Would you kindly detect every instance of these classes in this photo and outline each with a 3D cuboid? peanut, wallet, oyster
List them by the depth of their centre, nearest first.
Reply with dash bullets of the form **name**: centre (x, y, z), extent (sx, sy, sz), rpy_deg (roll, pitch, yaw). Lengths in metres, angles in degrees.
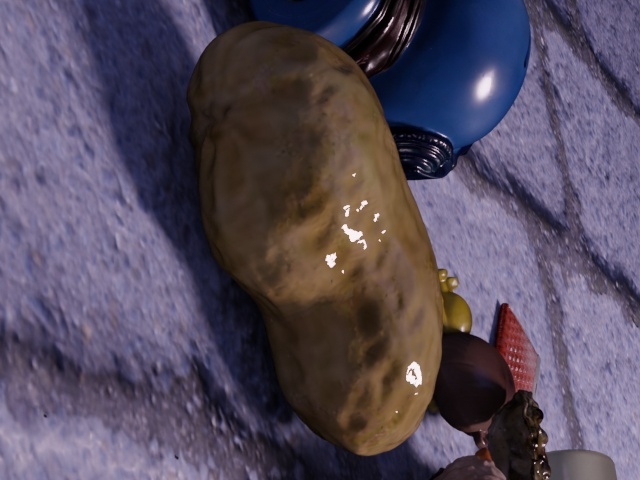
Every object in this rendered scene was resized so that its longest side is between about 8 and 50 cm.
- **peanut**: centre (0.000, 0.000, 1.240), extent (0.192, 0.169, 0.387), rpy_deg (-36, 107, -59)
- **oyster**: centre (0.200, 0.218, 1.447), extent (0.177, 0.056, 0.105), rpy_deg (-93, -170, -58)
- **wallet**: centre (0.240, 0.172, 1.808), extent (0.103, 0.020, 0.196), rpy_deg (61, 27, -26)

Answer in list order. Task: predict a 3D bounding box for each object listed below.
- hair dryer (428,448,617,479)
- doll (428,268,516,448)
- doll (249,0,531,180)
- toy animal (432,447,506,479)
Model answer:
- **hair dryer**: centre (0.212, 0.306, 1.565), extent (0.362, 0.128, 0.203), rpy_deg (31, 47, -45)
- **doll**: centre (0.150, 0.130, 1.570), extent (0.188, 0.096, 0.145), rpy_deg (-98, 161, -44)
- **doll**: centre (0.074, -0.212, 1.477), extent (0.310, 0.240, 0.284), rpy_deg (29, 63, -50)
- **toy animal**: centre (0.136, 0.344, 1.271), extent (0.226, 0.188, 0.358), rpy_deg (47, 34, -52)
